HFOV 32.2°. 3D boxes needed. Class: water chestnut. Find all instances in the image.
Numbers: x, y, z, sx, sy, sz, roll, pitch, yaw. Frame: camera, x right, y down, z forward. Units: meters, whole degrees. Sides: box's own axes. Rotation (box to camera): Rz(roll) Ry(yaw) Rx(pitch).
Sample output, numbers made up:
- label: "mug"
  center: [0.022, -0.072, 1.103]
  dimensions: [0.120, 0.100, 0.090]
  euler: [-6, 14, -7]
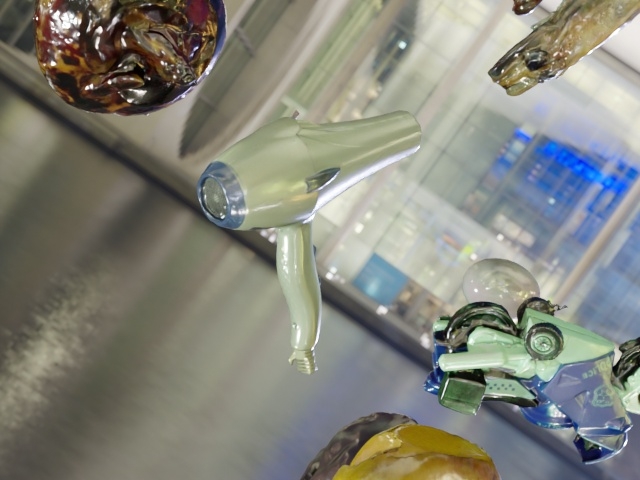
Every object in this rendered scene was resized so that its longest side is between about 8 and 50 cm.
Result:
- label: "water chestnut"
  center: [-0.268, -0.306, 1.615]
  dimensions: [0.300, 0.300, 0.300]
  euler: [36, 0, 0]

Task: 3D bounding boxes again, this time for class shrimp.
- label: "shrimp"
  center: [0.258, -0.256, 1.115]
  dimensions: [0.058, 0.253, 0.173]
  euler: [44, 11, -39]

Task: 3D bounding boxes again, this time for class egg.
- label: "egg"
  center: [0.304, 0.082, 1.865]
  dimensions: [0.135, 0.103, 0.103]
  euler: [16, 4, -9]

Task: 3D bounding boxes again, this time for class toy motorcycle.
- label: "toy motorcycle"
  center: [0.301, 0.186, 1.458]
  dimensions: [0.331, 0.196, 0.125]
  euler: [12, 20, -4]

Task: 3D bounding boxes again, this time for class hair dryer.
- label: "hair dryer"
  center: [0.018, -0.037, 1.312]
  dimensions: [0.119, 0.296, 0.298]
  euler: [19, -38, 47]

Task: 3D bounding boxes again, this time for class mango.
- label: "mango"
  center: [0.101, 0.287, 1.221]
  dimensions: [0.130, 0.167, 0.262]
  euler: [9, -9, 42]

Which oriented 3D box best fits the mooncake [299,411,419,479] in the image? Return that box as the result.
- label: "mooncake"
  center: [0.116, 0.478, 1.652]
  dimensions: [0.381, 0.350, 0.212]
  euler: [29, 34, 13]

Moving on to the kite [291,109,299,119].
- label: "kite"
  center: [-0.040, -0.146, 1.436]
  dimensions: [0.002, 0.044, 0.078]
  euler: [33, 27, -16]
